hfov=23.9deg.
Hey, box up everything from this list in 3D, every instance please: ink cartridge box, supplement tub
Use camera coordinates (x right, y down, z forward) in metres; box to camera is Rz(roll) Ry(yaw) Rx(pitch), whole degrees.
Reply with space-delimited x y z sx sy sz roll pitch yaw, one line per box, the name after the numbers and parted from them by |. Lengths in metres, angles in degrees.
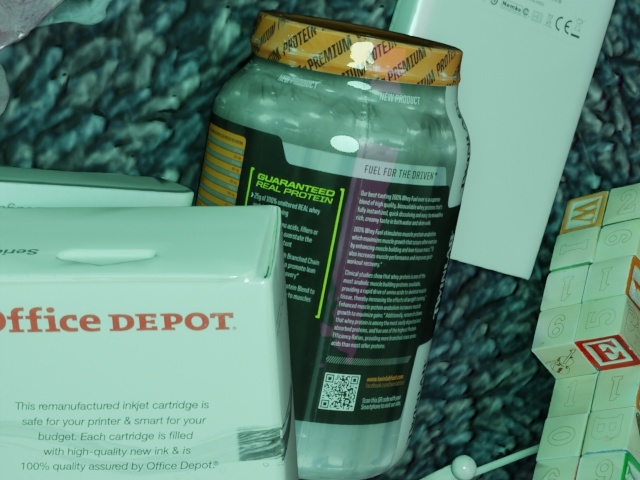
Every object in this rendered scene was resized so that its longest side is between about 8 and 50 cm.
-0.117 0.119 0.974 0.198 0.115 0.272 -1 115 4 | ink cartridge box
0.000 0.000 1.113 0.194 0.193 0.316 4 104 -33 | supplement tub

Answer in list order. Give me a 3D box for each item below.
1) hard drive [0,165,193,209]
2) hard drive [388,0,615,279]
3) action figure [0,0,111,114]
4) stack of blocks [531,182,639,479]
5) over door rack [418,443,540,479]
-0.225 0.124 1.061 0.233 0.047 0.353 2 106 -43 | hard drive
0.139 -0.136 1.267 0.203 0.040 0.307 15 94 -34 | hard drive
-0.271 -0.293 0.911 0.370 0.248 0.276 30 112 -35 | action figure
0.263 0.119 1.305 0.171 0.087 0.297 46 48 -32 | stack of blocks
0.181 0.294 1.303 0.324 0.108 0.239 -15 77 -28 | over door rack
